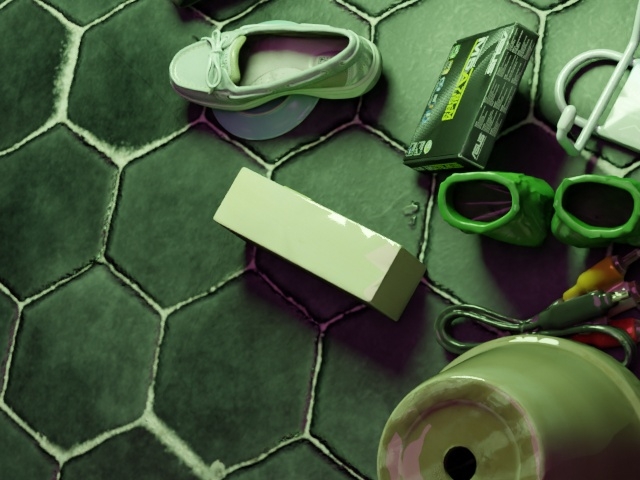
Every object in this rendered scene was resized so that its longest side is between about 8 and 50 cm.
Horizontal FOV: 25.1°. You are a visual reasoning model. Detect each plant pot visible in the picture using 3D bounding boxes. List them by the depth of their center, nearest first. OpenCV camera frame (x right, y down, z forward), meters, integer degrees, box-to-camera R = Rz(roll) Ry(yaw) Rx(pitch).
[{"bbox_3d":[0.201,0.252,1.603,0.323,0.280,0.323,-5,78,27],"label":"plant pot"}]

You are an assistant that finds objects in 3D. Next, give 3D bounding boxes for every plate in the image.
[{"bbox_3d":[-0.081,-0.236,2.070,0.188,0.024,0.188,-8,70,23],"label":"plate"}]

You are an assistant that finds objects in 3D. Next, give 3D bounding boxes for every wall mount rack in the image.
[{"bbox_3d":[0.453,-0.210,1.753,0.350,0.130,0.304,25,84,29],"label":"wall mount rack"}]

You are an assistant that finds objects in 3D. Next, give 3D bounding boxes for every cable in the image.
[{"bbox_3d":[0.285,0.112,1.781,0.287,0.072,0.139,-19,82,31],"label":"cable"}]

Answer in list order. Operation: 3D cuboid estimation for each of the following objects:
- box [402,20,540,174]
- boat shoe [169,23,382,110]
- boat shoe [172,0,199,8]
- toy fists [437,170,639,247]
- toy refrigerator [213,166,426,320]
[{"bbox_3d":[0.191,-0.179,1.851,0.045,0.184,0.190,26,83,-15],"label":"box"},{"bbox_3d":[-0.076,-0.251,1.999,0.320,0.103,0.118,3,74,25],"label":"boat shoe"},{"bbox_3d":[-0.085,-0.427,2.099,0.335,0.112,0.095,-14,85,26],"label":"boat shoe"},{"bbox_3d":[0.286,-0.037,1.768,0.279,0.142,0.096,2,94,26],"label":"toy fists"},{"bbox_3d":[0.000,0.000,1.908,0.269,0.102,0.094,27,85,30],"label":"toy refrigerator"}]
